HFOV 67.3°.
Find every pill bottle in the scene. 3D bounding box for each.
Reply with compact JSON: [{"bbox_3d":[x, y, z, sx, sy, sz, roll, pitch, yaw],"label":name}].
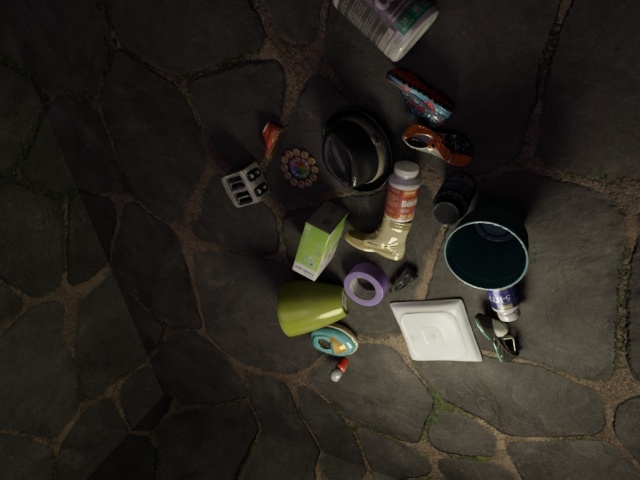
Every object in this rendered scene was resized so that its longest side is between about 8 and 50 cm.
[{"bbox_3d":[0.313,-0.187,1.832,0.121,0.121,0.216,18,129,20],"label":"pill bottle"},{"bbox_3d":[0.715,0.218,1.877,0.112,0.112,0.186,-11,115,35],"label":"pill bottle"},{"bbox_3d":[0.470,-0.145,1.701,0.123,0.219,0.122,16,127,21],"label":"pill bottle"},{"bbox_3d":[0.168,-0.748,1.481,0.361,0.204,0.204,42,132,-1],"label":"pill bottle"}]

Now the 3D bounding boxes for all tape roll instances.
[{"bbox_3d":[0.208,0.200,2.187,0.189,0.080,0.189,16,128,22],"label":"tape roll"}]

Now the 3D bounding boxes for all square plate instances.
[{"bbox_3d":[0.516,0.422,2.176,0.344,0.049,0.347,-9,115,34],"label":"square plate"}]

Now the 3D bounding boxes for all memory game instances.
[{"bbox_3d":[-0.091,-0.310,2.062,0.186,0.012,0.186,16,127,22],"label":"memory game"}]

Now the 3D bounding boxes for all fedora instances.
[{"bbox_3d":[0.106,-0.319,1.821,0.334,0.152,0.334,21,128,29],"label":"fedora"}]

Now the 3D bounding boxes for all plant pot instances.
[{"bbox_3d":[-0.020,0.309,2.299,0.294,0.275,0.274,-9,116,19],"label":"plant pot"},{"bbox_3d":[0.603,-0.007,1.693,0.272,0.255,0.271,16,127,22],"label":"plant pot"}]

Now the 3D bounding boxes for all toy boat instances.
[{"bbox_3d":[0.075,0.570,2.471,0.268,0.148,0.318,2,121,29],"label":"toy boat"}]

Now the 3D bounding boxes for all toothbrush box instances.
[{"bbox_3d":[0.000,0.000,2.090,0.122,0.206,0.283,28,130,11],"label":"toothbrush box"}]

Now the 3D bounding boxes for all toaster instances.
[{"bbox_3d":[-0.343,-0.253,2.185,0.186,0.110,0.168,-10,114,35],"label":"toaster"}]

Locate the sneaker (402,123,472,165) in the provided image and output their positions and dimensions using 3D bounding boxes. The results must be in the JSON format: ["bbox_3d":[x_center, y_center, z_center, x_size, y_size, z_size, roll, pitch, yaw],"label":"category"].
[{"bbox_3d":[0.410,-0.342,1.700,0.262,0.121,0.099,22,101,-9],"label":"sneaker"}]

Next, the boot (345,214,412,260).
[{"bbox_3d":[0.239,-0.044,1.991,0.262,0.095,0.203,21,129,15],"label":"boot"}]

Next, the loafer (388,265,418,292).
[{"bbox_3d":[0.354,0.173,2.105,0.170,0.062,0.061,-44,71,39],"label":"loafer"}]

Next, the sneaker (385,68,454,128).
[{"bbox_3d":[0.319,-0.478,1.645,0.262,0.104,0.125,38,134,3],"label":"sneaker"}]

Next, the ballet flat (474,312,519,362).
[{"bbox_3d":[0.744,0.393,2.001,0.096,0.095,0.280,-24,117,29],"label":"ballet flat"}]

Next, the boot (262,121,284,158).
[{"bbox_3d":[-0.214,-0.423,2.033,0.085,0.059,0.158,32,123,12],"label":"boot"}]
